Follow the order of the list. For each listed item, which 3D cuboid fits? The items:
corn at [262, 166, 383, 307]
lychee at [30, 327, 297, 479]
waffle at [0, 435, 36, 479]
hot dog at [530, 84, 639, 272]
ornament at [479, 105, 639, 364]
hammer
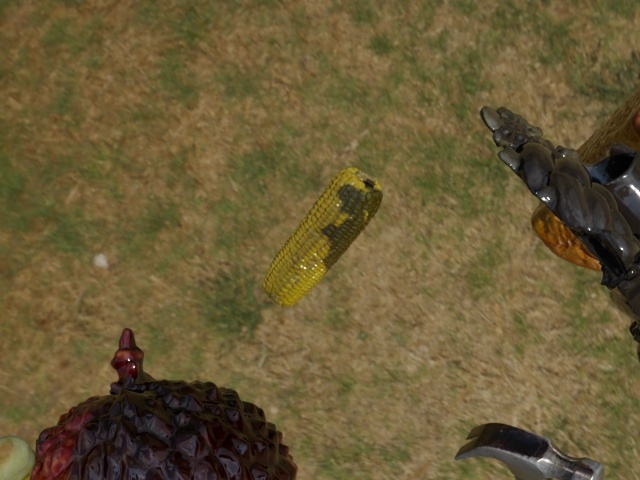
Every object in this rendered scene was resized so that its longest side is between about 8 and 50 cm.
[{"bbox_3d":[0.000,0.000,1.335,0.231,0.080,0.080,-52,57,19],"label":"corn"},{"bbox_3d":[-0.232,0.372,1.388,0.424,0.424,0.500,-23,78,16],"label":"lychee"},{"bbox_3d":[-0.225,0.159,0.382,0.054,0.204,0.223,17,90,53],"label":"waffle"},{"bbox_3d":[0.457,-0.079,1.274,0.223,0.405,0.185,34,64,2],"label":"hot dog"},{"bbox_3d":[0.231,-0.023,0.790,0.260,0.251,0.106,44,116,1],"label":"ornament"},{"bbox_3d":[0.211,0.264,0.924,0.137,0.290,0.037,20,59,34],"label":"hammer"}]
